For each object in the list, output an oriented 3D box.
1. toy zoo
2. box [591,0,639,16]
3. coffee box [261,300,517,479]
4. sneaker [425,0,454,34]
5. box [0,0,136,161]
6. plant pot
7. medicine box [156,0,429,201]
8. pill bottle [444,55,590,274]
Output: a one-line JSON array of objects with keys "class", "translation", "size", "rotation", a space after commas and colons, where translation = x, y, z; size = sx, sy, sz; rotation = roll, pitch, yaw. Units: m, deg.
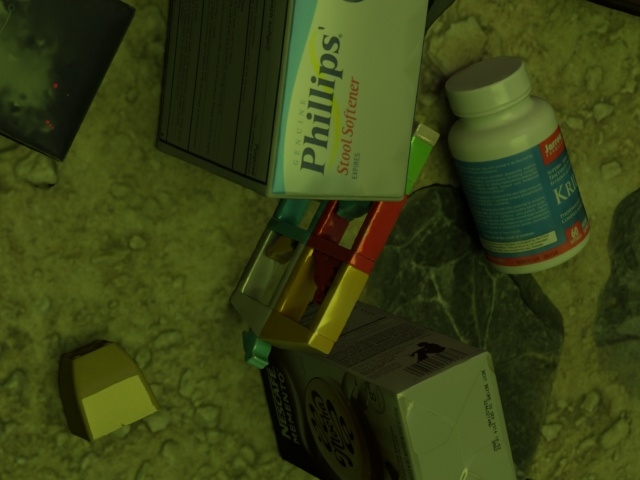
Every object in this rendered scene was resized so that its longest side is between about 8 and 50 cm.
[{"class": "toy zoo", "translation": [0.000, 0.000, 1.839], "size": [0.030, 0.192, 0.293], "rotation": [28, 87, -30]}, {"class": "box", "translation": [0.399, -0.440, 1.980], "size": [0.191, 0.143, 0.381], "rotation": [11, 98, -30]}, {"class": "coffee box", "translation": [0.061, 0.176, 1.851], "size": [0.119, 0.297, 0.168], "rotation": [-23, 110, -25]}, {"class": "sneaker", "translation": [0.065, -0.263, 1.839], "size": [0.130, 0.087, 0.227], "rotation": [56, 42, -18]}, {"class": "box", "translation": [-0.336, -0.208, 1.643], "size": [0.270, 0.143, 0.165], "rotation": [26, 89, -30]}, {"class": "plant pot", "translation": [-0.225, 0.148, 1.823], "size": [0.082, 0.081, 0.083], "rotation": [-25, 100, -21]}, {"class": "medicine box", "translation": [-0.031, -0.190, 1.722], "size": [0.149, 0.289, 0.263], "rotation": [2, 101, -28]}, {"class": "pill bottle", "translation": [0.213, -0.085, 1.969], "size": [0.124, 0.124, 0.221], "rotation": [-29, 114, -19]}]
